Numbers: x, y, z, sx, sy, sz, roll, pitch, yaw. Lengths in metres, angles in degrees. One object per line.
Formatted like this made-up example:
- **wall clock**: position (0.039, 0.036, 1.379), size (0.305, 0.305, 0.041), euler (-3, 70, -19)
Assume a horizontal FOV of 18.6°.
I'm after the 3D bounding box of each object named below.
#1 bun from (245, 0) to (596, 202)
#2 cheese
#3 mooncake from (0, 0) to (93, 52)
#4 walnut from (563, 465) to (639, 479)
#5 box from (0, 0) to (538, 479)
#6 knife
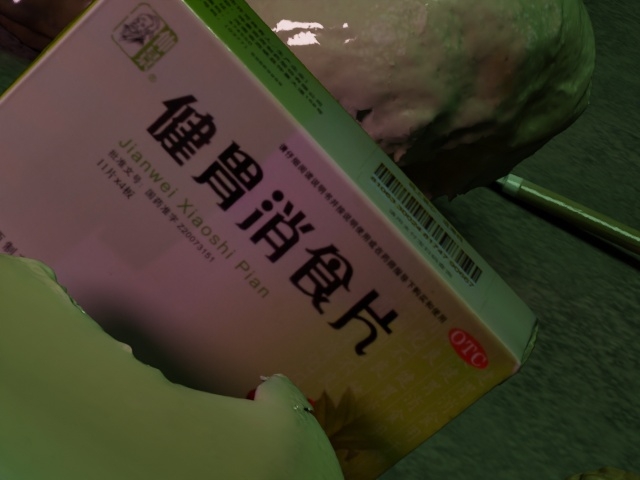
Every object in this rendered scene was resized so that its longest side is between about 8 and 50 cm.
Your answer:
- **bun**: position (0.049, -0.094, 1.299), size (0.287, 0.287, 0.146), euler (5, 77, -40)
- **cheese**: position (-0.122, 0.107, 0.824), size (0.266, 0.127, 0.233), euler (34, 25, 10)
- **mooncake**: position (-0.140, -0.253, 1.436), size (0.324, 0.187, 0.324), euler (20, 27, -11)
- **walnut**: position (0.152, 0.164, 1.049), size (0.079, 0.082, 0.096), euler (59, 31, -7)
- **box**: position (-0.046, 0.008, 0.945), size (0.260, 0.175, 0.062), euler (47, 25, -4)
- **knife**: position (0.135, -0.054, 1.524), size (0.298, 0.017, 0.047), euler (25, 23, 4)
